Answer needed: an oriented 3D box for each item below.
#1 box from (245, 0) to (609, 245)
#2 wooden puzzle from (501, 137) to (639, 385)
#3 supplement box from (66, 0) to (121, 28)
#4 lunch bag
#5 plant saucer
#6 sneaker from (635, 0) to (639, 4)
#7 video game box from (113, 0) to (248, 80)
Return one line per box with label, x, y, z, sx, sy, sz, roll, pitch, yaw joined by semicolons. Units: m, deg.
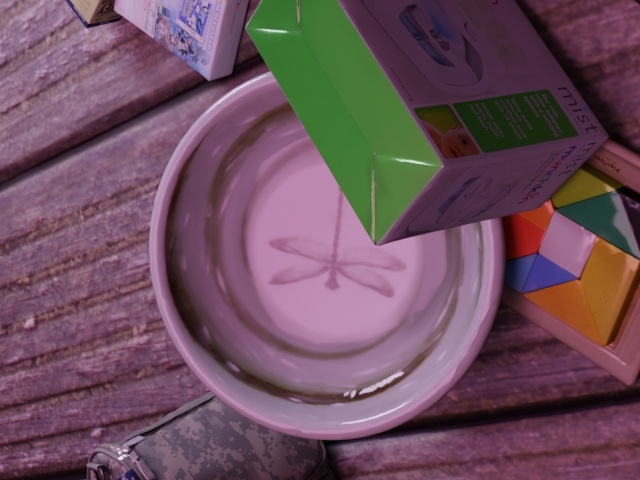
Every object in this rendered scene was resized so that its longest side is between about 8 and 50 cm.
box;0.098;-0.147;1.190;0.262;0.231;0.127;61;138;21
wooden puzzle;0.255;0.004;1.267;0.221;0.044;0.239;34;129;29
supplement box;-0.291;-0.337;1.647;0.083;0.056;0.083;52;135;14
lunch bag;-0.136;0.323;1.602;0.212;0.305;0.256;-9;102;46
plant saucer;0.011;0.010;1.381;0.400;0.100;0.400;1;94;20
sneaker;0.284;-0.332;1.045;0.147;0.104;0.296;33;132;24
video game box;-0.162;-0.327;1.532;0.187;0.048;0.205;40;131;28
